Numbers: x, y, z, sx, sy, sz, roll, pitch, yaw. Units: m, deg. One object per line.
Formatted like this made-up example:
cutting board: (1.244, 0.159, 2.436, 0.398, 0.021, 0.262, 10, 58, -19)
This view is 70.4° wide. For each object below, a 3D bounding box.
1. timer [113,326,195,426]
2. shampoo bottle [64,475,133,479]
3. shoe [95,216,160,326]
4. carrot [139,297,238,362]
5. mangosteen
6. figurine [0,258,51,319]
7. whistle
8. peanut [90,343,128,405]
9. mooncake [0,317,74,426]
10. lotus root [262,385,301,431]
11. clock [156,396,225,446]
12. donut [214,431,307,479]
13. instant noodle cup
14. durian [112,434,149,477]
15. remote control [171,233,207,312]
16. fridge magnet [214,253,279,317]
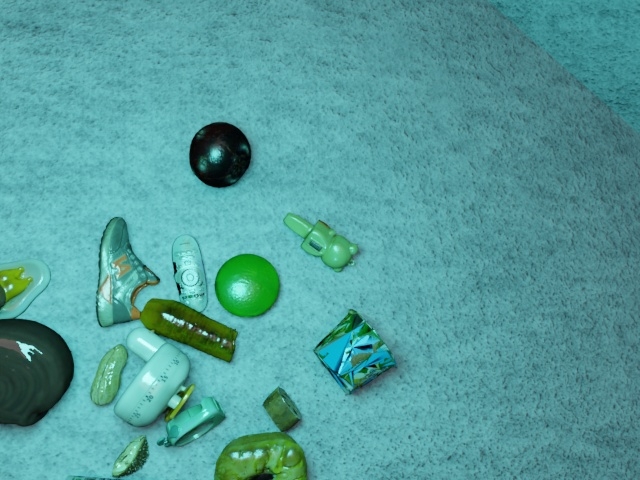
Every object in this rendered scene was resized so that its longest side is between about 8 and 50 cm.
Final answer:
timer: (-0.482, 0.384, 1.263, 0.240, 0.233, 0.233, 37, 70, -6)
shampoo bottle: (-0.543, 0.704, 1.239, 0.304, 0.092, 0.092, 11, 73, -11)
shoe: (-0.577, 0.092, 1.379, 0.171, 0.132, 0.336, 3, 77, -18)
carrot: (-0.390, 0.267, 1.378, 0.302, 0.114, 0.114, 26, 71, -9)
mangosteen: (-0.338, -0.289, 1.498, 0.216, 0.216, 0.216, 3, 75, -13)
figurine: (-0.911, 0.129, 1.277, 0.250, 0.141, 0.166, -43, 87, -20)
whistle: (0.000, 0.000, 1.543, 0.288, 0.131, 0.106, 36, 31, -3)
peanut: (-0.609, 0.388, 1.317, 0.080, 0.080, 0.174, 16, 68, -9)
mooncake: (-0.853, 0.362, 1.193, 0.326, 0.174, 0.333, 38, 83, -13)
lotus root: (-0.118, 0.513, 1.378, 0.081, 0.112, 0.122, -36, 87, -12)
clock: (-0.373, 0.527, 1.299, 0.189, 0.148, 0.060, -29, 65, -15)
donut: (-0.171, 0.664, 1.301, 0.262, 0.128, 0.208, 2, 93, -8)
instant noodle cup: (0.099, 0.358, 1.425, 0.178, 0.240, 0.240, -38, 86, -12)
durian: (-0.535, 0.624, 1.297, 0.066, 0.052, 0.130, 23, 62, 34)
remote control: (-0.419, 0.107, 1.452, 0.098, 0.045, 0.256, -7, 80, -13)
fridge magnet: (-0.235, 0.144, 1.462, 0.208, 0.088, 0.207, 3, 75, -13)
